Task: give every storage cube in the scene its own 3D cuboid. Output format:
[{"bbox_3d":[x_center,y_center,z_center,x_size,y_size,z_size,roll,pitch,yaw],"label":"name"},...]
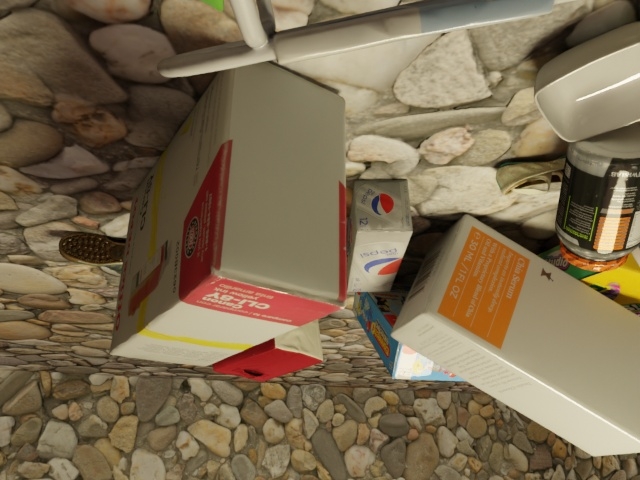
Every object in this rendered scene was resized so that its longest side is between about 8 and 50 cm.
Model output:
[{"bbox_3d":[-0.130,0.211,1.280,0.193,0.215,0.183,-24,147,29],"label":"storage cube"}]

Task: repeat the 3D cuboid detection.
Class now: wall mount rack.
[{"bbox_3d":[0.048,-0.183,0.311,0.349,0.304,0.131,-11,112,2],"label":"wall mount rack"}]

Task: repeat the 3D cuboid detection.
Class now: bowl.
[{"bbox_3d":[0.326,-0.184,0.611,0.142,0.053,0.142,-19,150,36],"label":"bowl"}]

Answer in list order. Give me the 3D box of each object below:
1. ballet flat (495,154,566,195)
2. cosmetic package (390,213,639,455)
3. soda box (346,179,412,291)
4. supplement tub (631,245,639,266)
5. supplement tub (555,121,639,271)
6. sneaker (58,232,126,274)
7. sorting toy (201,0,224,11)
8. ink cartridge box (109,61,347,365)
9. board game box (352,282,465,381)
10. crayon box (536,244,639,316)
[{"bbox_3d":[0.353,-0.096,0.806,0.168,0.053,0.057,-7,157,13],"label":"ballet flat"},{"bbox_3d":[0.388,0.178,0.983,0.453,0.230,0.161,30,152,-1],"label":"cosmetic package"},{"bbox_3d":[0.097,0.004,0.963,0.091,0.098,0.286,-1,155,-1],"label":"soda box"},{"bbox_3d":[0.585,-0.061,0.681,0.228,0.229,0.316,3,156,-9],"label":"supplement tub"},{"bbox_3d":[0.391,-0.058,0.733,0.116,0.117,0.191,-4,127,6],"label":"supplement tub"},{"bbox_3d":[-0.410,0.037,1.052,0.192,0.064,0.086,5,150,-21],"label":"sneaker"},{"bbox_3d":[-0.175,-0.282,0.385,0.347,0.047,0.196,16,150,-33],"label":"sorting toy"},{"bbox_3d":[-0.138,-0.006,0.709,0.160,0.280,0.384,15,151,-30],"label":"ink cartridge box"},{"bbox_3d":[0.259,0.195,1.189,0.307,0.086,0.302,6,-163,-14],"label":"board game box"},{"bbox_3d":[0.599,0.103,1.108,0.312,0.106,0.363,14,157,-13],"label":"crayon box"}]
